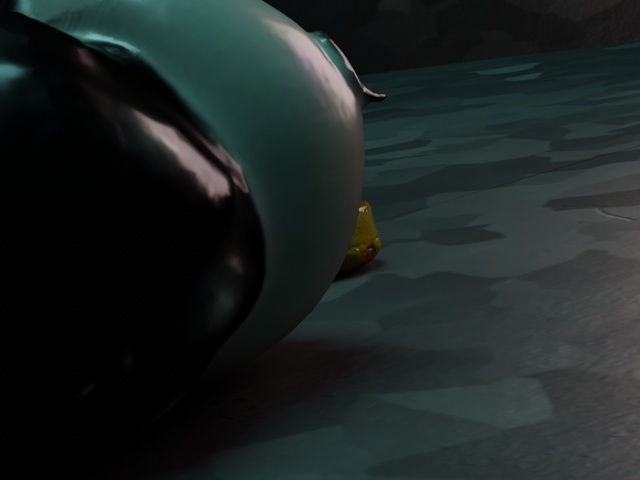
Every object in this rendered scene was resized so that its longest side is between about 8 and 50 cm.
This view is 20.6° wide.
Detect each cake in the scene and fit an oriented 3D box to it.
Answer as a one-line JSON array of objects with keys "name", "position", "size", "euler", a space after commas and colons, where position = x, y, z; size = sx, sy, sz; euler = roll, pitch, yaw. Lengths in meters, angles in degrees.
[{"name": "cake", "position": [0.000, 0.000, 1.214], "size": [0.084, 0.044, 0.084], "euler": [-9, 8, 1]}]

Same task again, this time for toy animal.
[{"name": "toy animal", "position": [-0.111, -0.015, 0.901], "size": [0.251, 0.251, 0.310], "euler": [1, 15, 44]}]
